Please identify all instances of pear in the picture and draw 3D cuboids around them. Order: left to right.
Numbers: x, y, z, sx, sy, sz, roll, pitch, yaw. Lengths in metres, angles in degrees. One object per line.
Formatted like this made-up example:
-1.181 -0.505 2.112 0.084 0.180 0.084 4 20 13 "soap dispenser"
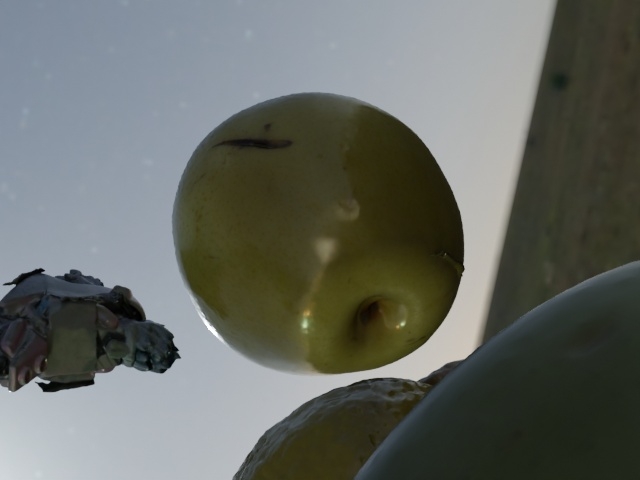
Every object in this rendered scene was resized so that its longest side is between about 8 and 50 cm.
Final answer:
0.000 0.000 1.692 0.309 0.309 0.309 12 -90 -84 "pear"

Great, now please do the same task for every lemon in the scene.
0.034 0.184 0.968 0.231 0.192 0.192 -42 5 19 "lemon"

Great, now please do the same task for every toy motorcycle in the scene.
-0.246 0.099 1.671 0.239 0.204 0.108 -55 -26 -47 "toy motorcycle"

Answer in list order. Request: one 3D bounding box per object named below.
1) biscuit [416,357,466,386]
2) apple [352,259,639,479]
0.131 0.259 1.760 0.213 0.091 0.274 17 -81 -48 "biscuit"
0.157 0.188 0.684 0.357 0.357 0.357 12 -90 -84 "apple"
